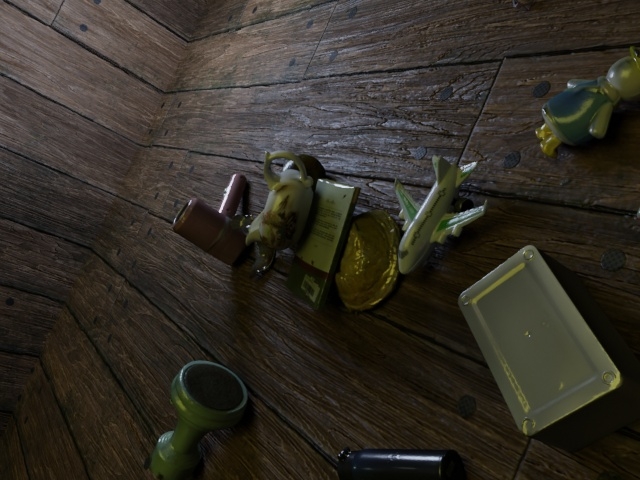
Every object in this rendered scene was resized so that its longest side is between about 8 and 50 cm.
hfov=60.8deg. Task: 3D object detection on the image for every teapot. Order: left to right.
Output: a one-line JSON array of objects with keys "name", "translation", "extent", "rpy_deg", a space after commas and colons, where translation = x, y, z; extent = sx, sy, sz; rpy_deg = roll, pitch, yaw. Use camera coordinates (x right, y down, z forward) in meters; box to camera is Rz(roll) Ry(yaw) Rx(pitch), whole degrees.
[{"name": "teapot", "translation": [-0.097, -0.087, 1.343], "extent": [0.204, 0.139, 0.298], "rpy_deg": [-78, 7, -56]}]

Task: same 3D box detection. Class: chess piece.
[{"name": "chess piece", "translation": [-0.327, 0.477, 1.393], "extent": [0.299, 0.195, 0.194], "rpy_deg": [-61, 35, 20]}]

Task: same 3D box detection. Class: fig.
[{"name": "fig", "translation": [-0.071, -0.174, 1.515], "extent": [0.185, 0.127, 0.132], "rpy_deg": [14, 93, 49]}]

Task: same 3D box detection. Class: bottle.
[{"name": "bottle", "translation": [0.132, 0.404, 0.953], "extent": [0.244, 0.082, 0.072], "rpy_deg": [-18, 11, 43]}]

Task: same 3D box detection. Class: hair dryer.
[{"name": "hair dryer", "translation": [-0.317, -0.109, 1.730], "extent": [0.125, 0.210, 0.352], "rpy_deg": [-38, 28, 38]}]

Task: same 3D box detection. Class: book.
[{"name": "book", "translation": [0.000, 0.000, 1.281], "extent": [0.201, 0.026, 0.289], "rpy_deg": [28, 100, 64]}]

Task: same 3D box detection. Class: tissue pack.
[{"name": "tissue pack", "translation": [0.337, 0.154, 0.800], "extent": [0.159, 0.136, 0.246], "rpy_deg": [-42, 41, 26]}]

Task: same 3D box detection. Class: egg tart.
[{"name": "egg tart", "translation": [0.085, 0.038, 1.222], "extent": [0.232, 0.098, 0.252], "rpy_deg": [3, 75, 55]}]

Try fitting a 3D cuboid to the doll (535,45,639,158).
[{"name": "doll", "translation": [0.471, -0.237, 0.910], "extent": [0.241, 0.098, 0.135], "rpy_deg": [-32, 7, 34]}]

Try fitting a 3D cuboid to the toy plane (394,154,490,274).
[{"name": "toy plane", "translation": [0.227, -0.045, 1.089], "extent": [0.251, 0.101, 0.255], "rpy_deg": [24, 92, 54]}]

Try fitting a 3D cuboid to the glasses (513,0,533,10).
[{"name": "glasses", "translation": [0.450, -0.569, 1.201], "extent": [0.140, 0.063, 0.104], "rpy_deg": [-57, 15, 8]}]

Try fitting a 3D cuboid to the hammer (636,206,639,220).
[{"name": "hammer", "translation": [0.512, -0.039, 0.796], "extent": [0.083, 0.031, 0.052], "rpy_deg": [34, 100, 47]}]

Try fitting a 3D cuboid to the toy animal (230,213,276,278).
[{"name": "toy animal", "translation": [-0.146, -0.018, 1.507], "extent": [0.197, 0.160, 0.272], "rpy_deg": [14, 87, 52]}]
